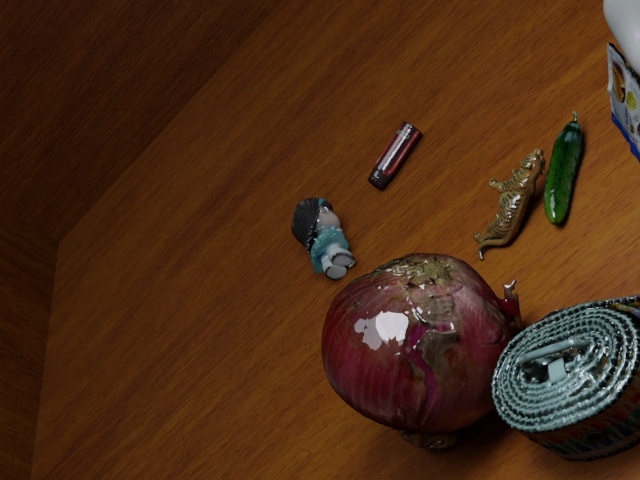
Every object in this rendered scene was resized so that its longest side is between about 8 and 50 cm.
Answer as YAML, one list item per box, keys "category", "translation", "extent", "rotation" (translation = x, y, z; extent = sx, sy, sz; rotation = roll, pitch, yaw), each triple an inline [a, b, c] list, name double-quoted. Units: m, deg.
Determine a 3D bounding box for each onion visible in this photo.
- category: "onion"
  translation: [0.179, 0.170, 1.786]
  extent: [0.353, 0.353, 0.354]
  rotation: [-37, 33, 30]

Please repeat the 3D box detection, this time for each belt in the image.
- category: "belt"
  translation: [0.397, 0.204, 1.566]
  extent: [0.295, 0.160, 0.207]
  rotation: [-23, 42, 45]

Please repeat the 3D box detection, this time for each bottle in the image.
- category: "bottle"
  translation: [0.171, -0.195, 2.442]
  extent: [0.164, 0.060, 0.060]
  rotation: [-56, 29, -1]

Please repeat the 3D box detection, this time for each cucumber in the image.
- category: "cucumber"
  translation: [0.453, -0.134, 1.954]
  extent: [0.056, 0.056, 0.250]
  rotation: [-15, 49, 50]

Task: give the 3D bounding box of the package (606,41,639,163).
- category: "package"
  translation: [0.538, -0.238, 1.837]
  extent: [0.027, 0.173, 0.171]
  rotation: [-13, 37, 0]

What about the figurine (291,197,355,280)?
- category: "figurine"
  translation: [0.000, 0.000, 2.447]
  extent: [0.138, 0.110, 0.245]
  rotation: [-62, 31, 25]

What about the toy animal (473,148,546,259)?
- category: "toy animal"
  translation: [0.358, -0.069, 1.996]
  extent: [0.241, 0.056, 0.099]
  rotation: [-69, 25, 10]

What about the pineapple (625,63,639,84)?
- category: "pineapple"
  translation: [0.589, -0.277, 1.905]
  extent: [0.114, 0.077, 0.114]
  rotation: [101, -178, -74]

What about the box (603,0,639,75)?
- category: "box"
  translation: [0.669, -0.414, 1.770]
  extent: [0.348, 0.141, 0.289]
  rotation: [-24, 39, 15]
